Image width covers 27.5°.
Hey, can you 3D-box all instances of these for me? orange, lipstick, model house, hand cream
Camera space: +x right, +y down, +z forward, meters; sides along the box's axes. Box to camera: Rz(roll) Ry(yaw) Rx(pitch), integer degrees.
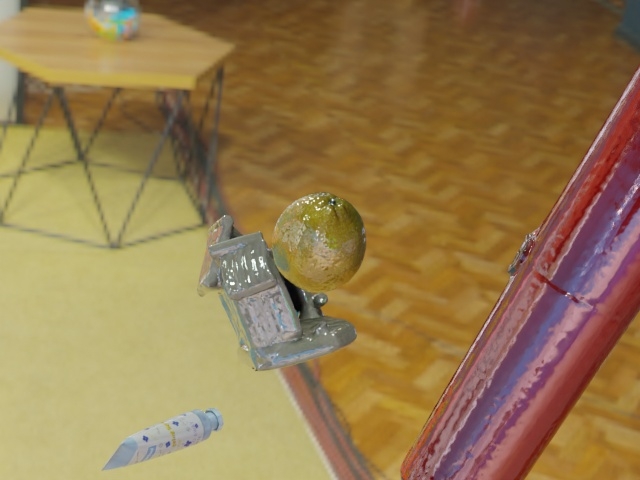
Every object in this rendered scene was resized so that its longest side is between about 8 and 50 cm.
[{"bbox_3d":[0.000,0.000,1.170,0.085,0.095,0.085,15,36,-11],"label":"orange"},{"bbox_3d":[0.135,0.030,0.702,0.073,0.280,0.073,29,12,-7],"label":"lipstick"},{"bbox_3d":[-0.065,0.056,1.472,0.122,0.188,0.229,-32,6,-9],"label":"model house"},{"bbox_3d":[-0.196,0.248,1.650,0.170,0.065,0.043,-13,60,-43],"label":"hand cream"}]
